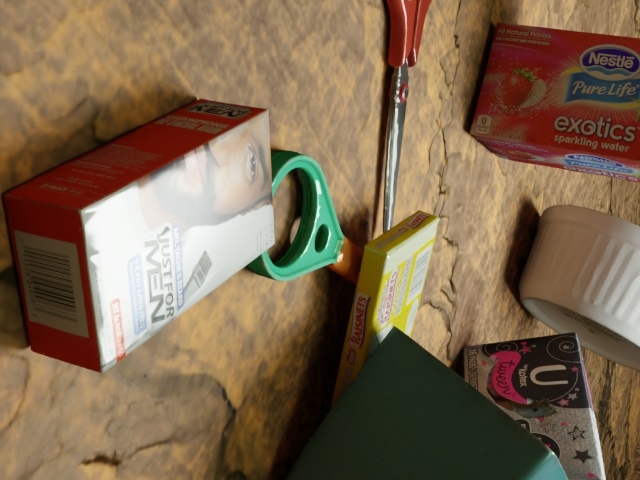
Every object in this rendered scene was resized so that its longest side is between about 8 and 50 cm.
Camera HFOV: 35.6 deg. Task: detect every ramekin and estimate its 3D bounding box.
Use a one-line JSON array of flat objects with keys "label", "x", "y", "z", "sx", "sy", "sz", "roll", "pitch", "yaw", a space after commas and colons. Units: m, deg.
[{"label": "ramekin", "x": 0.388, "y": 0.074, "z": 1.321, "sx": 0.127, "sy": 0.273, "sz": 0.273, "roll": -60, "pitch": 151, "yaw": -7}]

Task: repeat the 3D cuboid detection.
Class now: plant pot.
[{"label": "plant pot", "x": 0.063, "y": 0.230, "z": 0.817, "sx": 0.234, "sy": 0.165, "sz": 0.166, "roll": -48, "pitch": 148, "yaw": -8}]

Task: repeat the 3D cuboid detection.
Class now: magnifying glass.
[{"label": "magnifying glass", "x": 0.000, "y": 0.000, "z": 0.768, "sx": 0.231, "sy": 0.026, "sz": 0.092, "roll": 36, "pitch": 69, "yaw": -64}]

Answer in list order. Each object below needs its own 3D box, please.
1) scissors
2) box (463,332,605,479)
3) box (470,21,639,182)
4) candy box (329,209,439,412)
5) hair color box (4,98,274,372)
[{"label": "scissors", "x": 0.063, "y": -0.144, "z": 0.840, "sx": 0.109, "sy": 0.021, "sz": 0.297, "roll": 3, "pitch": 100, "yaw": -66}, {"label": "box", "x": 0.242, "y": 0.243, "z": 1.114, "sx": 0.247, "sy": 0.142, "sz": 0.163, "roll": -81, "pitch": 159, "yaw": -57}, {"label": "box", "x": 0.302, "y": -0.138, "z": 1.043, "sx": 0.122, "sy": 0.256, "sz": 0.128, "roll": 19, "pitch": 85, "yaw": -66}, {"label": "candy box", "x": 0.052, "y": 0.082, "z": 0.872, "sx": 0.105, "sy": 0.027, "sz": 0.206, "roll": -28, "pitch": 136, "yaw": -53}, {"label": "hair color box", "x": -0.090, "y": -0.010, "z": 0.554, "sx": 0.167, "sy": 0.053, "sz": 0.093, "roll": -41, "pitch": 136, "yaw": -52}]
